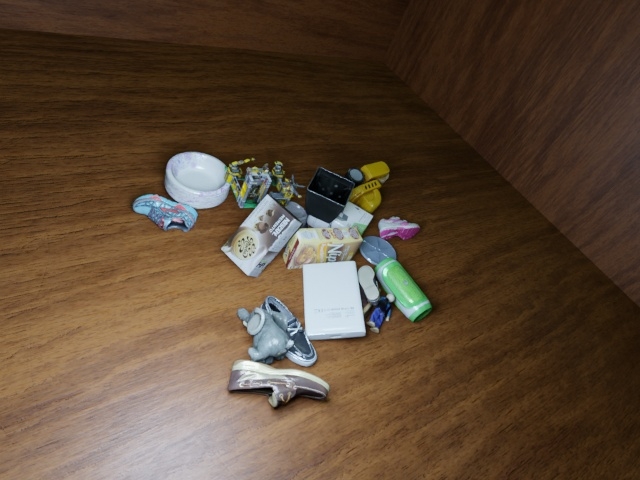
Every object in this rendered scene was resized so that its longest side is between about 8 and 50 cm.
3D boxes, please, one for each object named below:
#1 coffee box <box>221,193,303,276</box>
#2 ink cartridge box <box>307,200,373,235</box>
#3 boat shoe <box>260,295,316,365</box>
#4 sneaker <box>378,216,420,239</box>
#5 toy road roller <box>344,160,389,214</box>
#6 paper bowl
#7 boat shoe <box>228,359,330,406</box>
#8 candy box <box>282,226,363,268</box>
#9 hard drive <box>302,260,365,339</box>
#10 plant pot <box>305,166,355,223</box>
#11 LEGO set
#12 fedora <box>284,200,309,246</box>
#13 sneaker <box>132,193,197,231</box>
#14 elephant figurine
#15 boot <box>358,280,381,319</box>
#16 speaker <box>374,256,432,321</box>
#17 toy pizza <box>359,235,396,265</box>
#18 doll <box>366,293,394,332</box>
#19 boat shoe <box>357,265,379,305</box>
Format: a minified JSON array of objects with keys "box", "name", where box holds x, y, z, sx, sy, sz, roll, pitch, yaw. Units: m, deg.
[{"box":[-0.235,-0.017,1.759,0.168,0.297,0.119,43,3,16],"name":"coffee box"},{"box":[0.095,-0.106,2.142,0.272,0.115,0.198,31,43,5],"name":"ink cartridge box"},{"box":[-0.116,0.333,1.617,0.108,0.102,0.301,-21,60,-39],"name":"boat shoe"},{"box":[0.415,-0.077,2.285,0.252,0.103,0.111,2,50,-26],"name":"sneaker"},{"box":[0.253,-0.260,2.322,0.329,0.202,0.241,-23,74,-35],"name":"toy road roller"},{"box":[-0.554,-0.256,1.942,0.284,0.148,0.284,14,43,-14],"name":"paper bowl"},{"box":[-0.140,0.499,1.442,0.341,0.123,0.123,16,52,-7],"name":"boat shoe"},{"box":[0.009,0.033,1.914,0.316,0.183,0.088,-2,50,-28],"name":"candy box"},{"box":[0.048,0.240,1.780,0.232,0.047,0.353,-4,48,-1],"name":"hard drive"},{"box":[0.027,-0.192,1.990,0.187,0.167,0.188,24,45,0],"name":"plant pot"},{"box":[-0.245,-0.281,1.888,0.331,0.192,0.255,4,49,-28],"name":"LEGO set"},{"box":[-0.166,-0.096,1.996,0.275,0.124,0.244,-8,52,-33],"name":"fedora"},{"box":[-0.649,-0.107,1.783,0.261,0.104,0.125,12,46,-15],"name":"sneaker"},{"box":[-0.203,0.307,1.532,0.185,0.169,0.240,-15,62,-5],"name":"elephant figurine"},{"box":[0.129,0.244,1.864,0.206,0.090,0.248,25,42,16],"name":"boot"},{"box":[0.372,0.220,1.956,0.131,0.131,0.297,-14,56,-36],"name":"speaker"},{"box":[0.282,0.059,2.137,0.201,0.032,0.201,14,43,-13],"name":"toy pizza"},{"box":[0.265,0.303,1.843,0.189,0.046,0.129,-53,124,-33],"name":"doll"},{"box":[0.209,0.193,1.844,0.075,0.065,0.206,-18,39,4],"name":"boat shoe"}]
